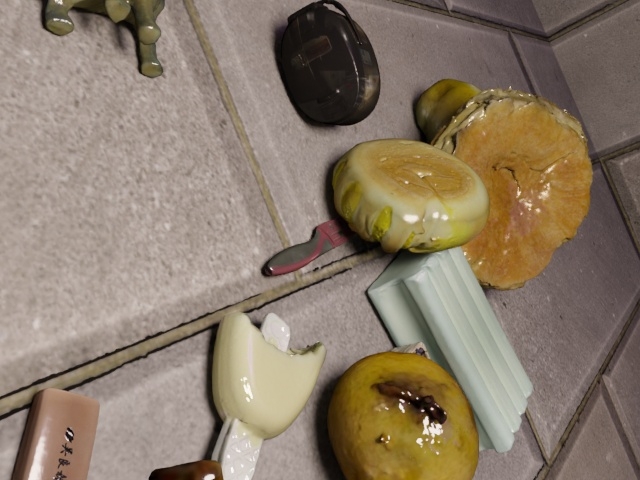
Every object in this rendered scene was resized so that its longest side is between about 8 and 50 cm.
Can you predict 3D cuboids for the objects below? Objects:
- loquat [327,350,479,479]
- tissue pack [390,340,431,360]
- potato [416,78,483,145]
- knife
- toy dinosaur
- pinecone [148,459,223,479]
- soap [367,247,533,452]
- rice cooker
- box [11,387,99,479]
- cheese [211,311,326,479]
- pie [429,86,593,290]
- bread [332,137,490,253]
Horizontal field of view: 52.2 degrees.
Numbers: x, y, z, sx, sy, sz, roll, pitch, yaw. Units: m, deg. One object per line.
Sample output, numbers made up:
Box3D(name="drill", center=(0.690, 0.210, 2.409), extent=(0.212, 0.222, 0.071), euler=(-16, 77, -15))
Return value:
Box3D(name="loquat", center=(0.088, 0.206, 0.694), extent=(0.204, 0.150, 0.172), euler=(73, -8, -56))
Box3D(name="tissue pack", center=(0.114, 0.183, 0.809), extent=(0.074, 0.059, 0.094), euler=(-27, 93, -57))
Box3D(name="potato", center=(0.239, -0.190, 1.131), extent=(0.157, 0.157, 0.194), euler=(7, 45, -51))
Box3D(name="knife", center=(0.000, 0.000, 0.806), extent=(0.035, 0.018, 0.247), euler=(60, 32, 1))
Box3D(name="toy dinosaur", center=(-0.220, -0.272, 0.651), extent=(0.248, 0.075, 0.188), euler=(12, 53, -44))
Box3D(name="pinecone", center=(-0.063, 0.282, 0.261), extent=(0.398, 0.398, 0.397), euler=(30, 49, -41))
Box3D(name="soap", center=(0.184, 0.141, 0.901), extent=(0.265, 0.088, 0.160), euler=(61, 35, -8))
Box3D(name="rice cooker", center=(0.015, -0.233, 0.874), extent=(0.106, 0.112, 0.165), euler=(3, 71, -58))
Box3D(name="box", center=(-0.188, 0.163, 0.456), extent=(0.048, 0.025, 0.115), euler=(34, 46, -40))
Box3D(name="cheese", center=(-0.063, 0.162, 0.598), extent=(0.127, 0.050, 0.235), euler=(46, 41, -30))
Box3D(name="pie", center=(0.296, -0.077, 1.034), extent=(0.340, 0.083, 0.339), euler=(-7, 106, -26))
Box3D(name="bread", center=(0.115, -0.056, 0.867), extent=(0.214, 0.104, 0.213), euler=(10, 42, -9))
